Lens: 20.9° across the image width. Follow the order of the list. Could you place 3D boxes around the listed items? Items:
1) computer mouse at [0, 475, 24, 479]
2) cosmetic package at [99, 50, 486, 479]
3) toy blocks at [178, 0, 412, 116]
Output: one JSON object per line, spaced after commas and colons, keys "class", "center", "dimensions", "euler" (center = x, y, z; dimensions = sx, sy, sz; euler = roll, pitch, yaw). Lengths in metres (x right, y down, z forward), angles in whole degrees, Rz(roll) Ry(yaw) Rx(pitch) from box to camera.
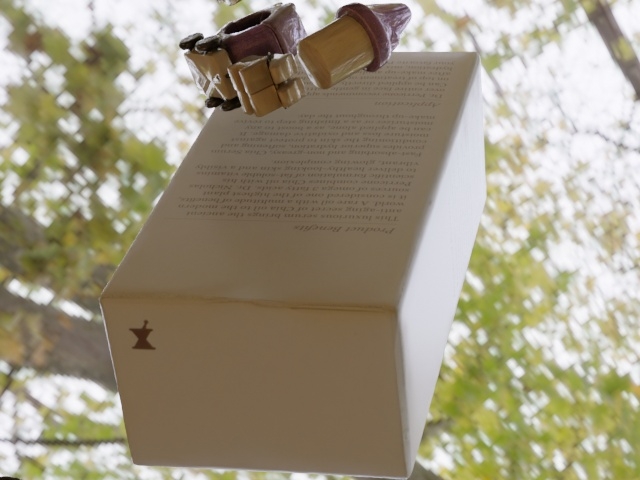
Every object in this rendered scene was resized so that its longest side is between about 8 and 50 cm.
{"class": "computer mouse", "center": [-0.367, 0.239, 1.424], "dimensions": [0.272, 0.188, 0.072], "euler": [-11, -108, -24]}
{"class": "cosmetic package", "center": [0.000, 0.000, 1.468], "dimensions": [0.230, 0.161, 0.453], "euler": [2, -150, 14]}
{"class": "toy blocks", "center": [0.011, -0.287, 1.361], "dimensions": [0.260, 0.309, 0.288], "euler": [-32, -156, -23]}
